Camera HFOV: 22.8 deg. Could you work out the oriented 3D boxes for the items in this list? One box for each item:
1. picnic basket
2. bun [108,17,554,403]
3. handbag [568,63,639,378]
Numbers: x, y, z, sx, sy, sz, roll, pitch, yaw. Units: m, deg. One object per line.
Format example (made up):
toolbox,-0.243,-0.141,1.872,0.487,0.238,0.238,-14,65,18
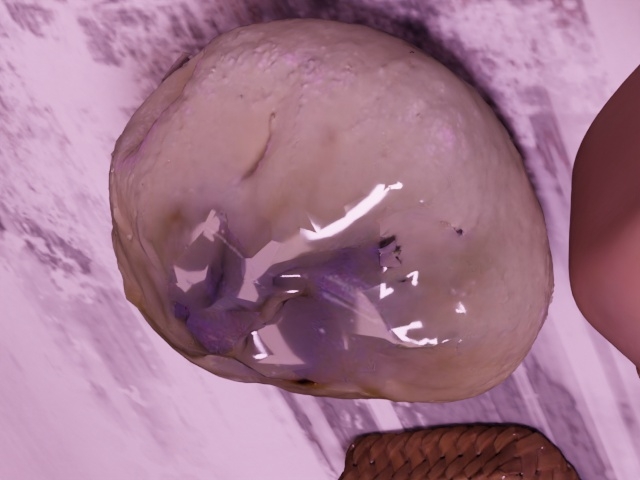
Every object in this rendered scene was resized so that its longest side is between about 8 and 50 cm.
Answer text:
picnic basket,0.099,0.188,1.148,0.193,0.055,0.110,-12,124,47
bun,-0.002,0.003,0.921,0.272,0.168,0.273,15,140,13
handbag,0.230,-0.071,0.583,0.149,0.283,0.302,39,106,-9
